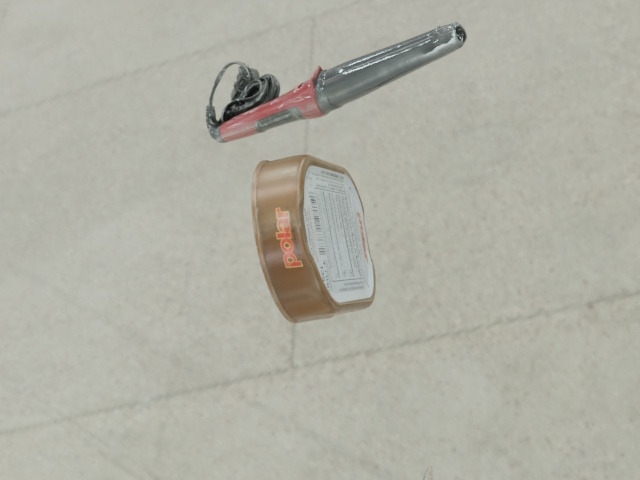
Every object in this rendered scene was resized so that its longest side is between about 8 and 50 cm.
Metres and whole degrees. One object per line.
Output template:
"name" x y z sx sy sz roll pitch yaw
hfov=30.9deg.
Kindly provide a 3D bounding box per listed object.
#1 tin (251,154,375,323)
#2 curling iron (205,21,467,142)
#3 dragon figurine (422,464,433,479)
"tin" 0.000 0.000 0.772 0.040 0.189 0.106 -8 88 14
"curling iron" -0.001 -0.121 0.863 0.274 0.035 0.068 -9 71 50
"dragon figurine" 0.095 0.399 1.251 0.144 0.085 0.289 -26 69 34
